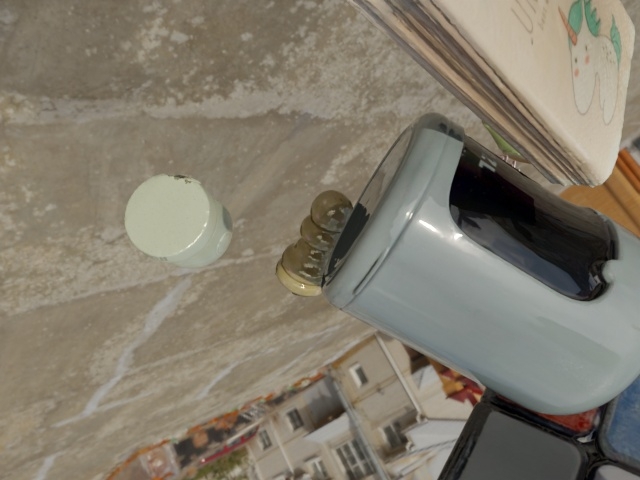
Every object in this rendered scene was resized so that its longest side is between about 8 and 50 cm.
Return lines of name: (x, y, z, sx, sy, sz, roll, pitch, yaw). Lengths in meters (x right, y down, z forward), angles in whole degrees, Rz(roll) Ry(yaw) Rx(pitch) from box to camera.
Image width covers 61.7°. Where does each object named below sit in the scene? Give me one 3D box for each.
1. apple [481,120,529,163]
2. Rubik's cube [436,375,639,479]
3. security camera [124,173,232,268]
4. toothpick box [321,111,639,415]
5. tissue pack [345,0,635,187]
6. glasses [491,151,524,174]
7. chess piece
apple: (0.470, -0.268, 1.190, 0.174, 0.207, 0.188, -30, 132, 27)
Rubik's cube: (0.375, 0.375, 0.786, 0.316, 0.313, 0.318, -48, 142, -33)
security camera: (-0.299, -0.028, 1.191, 0.194, 0.194, 0.236, -29, 163, 0)
toothpick box: (0.198, 0.052, 0.603, 0.263, 0.354, 0.263, -61, -176, 7)
tissue pack: (0.153, -0.172, 0.409, 0.071, 0.170, 0.325, 5, 168, 46)
glasses: (0.282, -0.127, 1.110, 0.095, 0.255, 0.162, 6, 103, -57)
chess piece: (0.000, 0.000, 0.844, 0.094, 0.094, 0.170, -11, 139, -45)
